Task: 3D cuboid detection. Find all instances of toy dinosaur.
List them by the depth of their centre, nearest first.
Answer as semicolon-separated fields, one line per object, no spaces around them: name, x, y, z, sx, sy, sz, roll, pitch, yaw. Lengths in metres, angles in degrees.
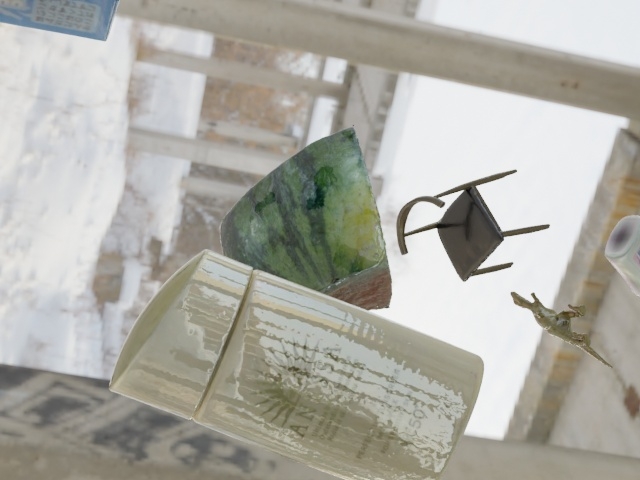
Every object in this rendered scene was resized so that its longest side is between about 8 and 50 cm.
toy dinosaur;0.376;0.141;1.623;0.126;0.162;0.039;9;-127;49

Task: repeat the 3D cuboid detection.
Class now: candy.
candy;-0.308;-0.391;1.200;0.100;0.157;0.306;128;-36;-57

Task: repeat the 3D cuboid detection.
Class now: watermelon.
watermelon;0.000;0.000;1.492;0.201;0.261;0.213;29;37;-54

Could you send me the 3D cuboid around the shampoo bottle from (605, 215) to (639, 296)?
shampoo bottle;0.409;0.024;1.318;0.043;0.099;0.072;0;-129;50

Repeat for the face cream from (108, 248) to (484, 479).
face cream;-0.021;0.134;1.041;0.081;0.348;0.174;-115;-132;-78

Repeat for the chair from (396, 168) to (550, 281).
chair;0.314;-0.023;2.182;0.166;0.272;0.188;64;-35;24
